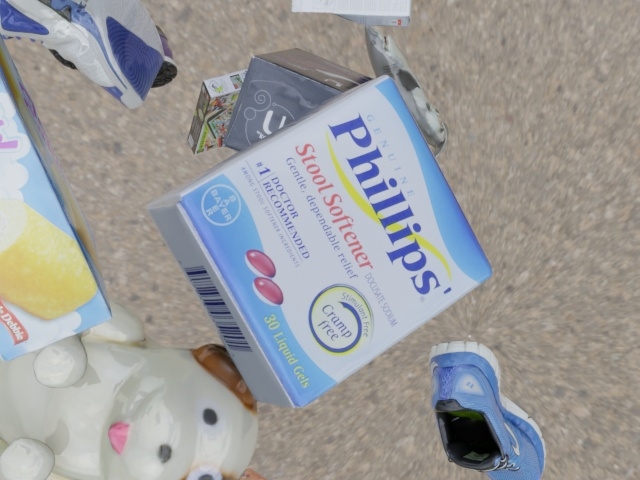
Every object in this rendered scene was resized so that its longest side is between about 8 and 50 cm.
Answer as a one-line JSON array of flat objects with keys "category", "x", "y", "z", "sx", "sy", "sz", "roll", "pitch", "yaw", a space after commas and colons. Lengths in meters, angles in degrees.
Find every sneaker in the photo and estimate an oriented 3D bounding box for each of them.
[{"category": "sneaker", "x": 0.242, "y": 0.302, "z": 1.602, "sx": 0.129, "sy": 0.330, "sz": 0.147, "roll": -11, "pitch": 41, "yaw": 31}, {"category": "sneaker", "x": -0.399, "y": -0.379, "z": 1.961, "sx": 0.107, "sy": 0.283, "sz": 0.124, "roll": -32, "pitch": 60, "yaw": 31}, {"category": "sneaker", "x": -0.384, "y": -0.329, "z": 1.547, "sx": 0.182, "sy": 0.315, "sz": 0.127, "roll": -9, "pitch": 46, "yaw": 38}]

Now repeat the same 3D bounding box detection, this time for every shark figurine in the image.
[{"category": "shark figurine", "x": 0.136, "y": -0.205, "z": 1.745, "sx": 0.116, "sy": 0.166, "sz": 0.278, "roll": -31, "pitch": 62, "yaw": 11}]

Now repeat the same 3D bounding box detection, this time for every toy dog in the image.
[{"category": "toy dog", "x": -0.276, "y": 0.214, "z": 1.344, "sx": 0.407, "sy": 0.395, "sz": 0.285, "roll": 17, "pitch": 81, "yaw": 27}]

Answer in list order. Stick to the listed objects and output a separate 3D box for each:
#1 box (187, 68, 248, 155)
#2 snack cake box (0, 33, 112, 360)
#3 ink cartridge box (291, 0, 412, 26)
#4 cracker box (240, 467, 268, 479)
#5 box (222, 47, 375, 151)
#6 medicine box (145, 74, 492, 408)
[{"category": "box", "x": -0.158, "y": -0.221, "z": 1.807, "sx": 0.114, "sy": 0.207, "sz": 0.036, "roll": -19, "pitch": 73, "yaw": -21}, {"category": "snack cake box", "x": -0.246, "y": -0.066, "z": 0.764, "sx": 0.089, "sy": 0.152, "sz": 0.264, "roll": -22, "pitch": 120, "yaw": -6}, {"category": "ink cartridge box", "x": 0.052, "y": -0.399, "z": 1.610, "sx": 0.179, "sy": 0.045, "sz": 0.146, "roll": 3, "pitch": 76, "yaw": 7}, {"category": "cracker box", "x": -0.095, "y": 0.500, "z": 1.675, "sx": 0.155, "sy": 0.067, "sz": 0.232, "roll": 19, "pitch": 113, "yaw": 50}, {"category": "box", "x": -0.020, "y": -0.192, "z": 1.595, "sx": 0.165, "sy": 0.270, "sz": 0.143, "roll": 23, "pitch": 106, "yaw": 6}, {"category": "medicine box", "x": 0.000, "y": 0.000, "z": 1.196, "sx": 0.289, "sy": 0.149, "sz": 0.264, "roll": -32, "pitch": 99, "yaw": -21}]
